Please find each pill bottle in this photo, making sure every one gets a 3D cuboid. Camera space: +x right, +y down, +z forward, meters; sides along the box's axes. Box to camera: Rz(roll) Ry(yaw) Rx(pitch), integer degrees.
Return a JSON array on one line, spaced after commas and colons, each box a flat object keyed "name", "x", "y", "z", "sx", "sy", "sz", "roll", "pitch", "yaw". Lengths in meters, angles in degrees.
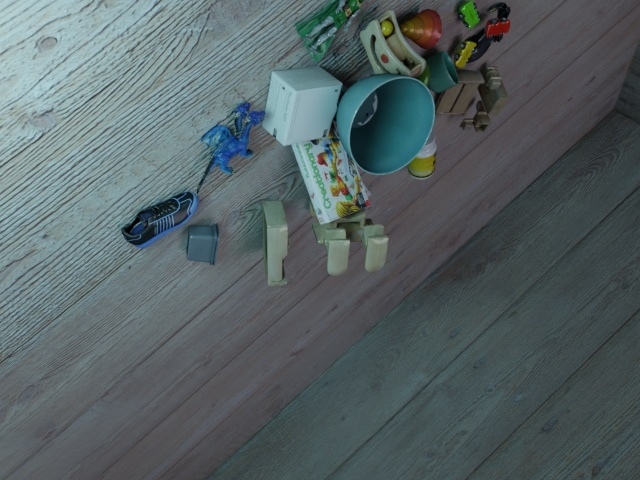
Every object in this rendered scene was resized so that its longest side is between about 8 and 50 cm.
[{"name": "pill bottle", "x": 0.423, "y": -0.361, "z": 2.188, "sx": 0.119, "sy": 0.119, "sz": 0.208, "roll": -37, "pitch": 151, "yaw": -14}]

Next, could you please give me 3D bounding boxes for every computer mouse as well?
[{"name": "computer mouse", "x": 0.625, "y": -0.774, "z": 1.973, "sx": 0.262, "sy": 0.060, "sz": 0.184, "roll": -34, "pitch": 150, "yaw": -19}]

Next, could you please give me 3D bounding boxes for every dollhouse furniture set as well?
[{"name": "dollhouse furniture set", "x": 0.549, "y": -0.597, "z": 2.131, "sx": 0.356, "sy": 0.173, "sz": 0.303, "roll": -2, "pitch": 152, "yaw": -12}, {"name": "dollhouse furniture set", "x": 0.000, "y": 0.000, "z": 1.858, "sx": 0.395, "sy": 0.362, "sz": 0.256, "roll": -4, "pitch": 127, "yaw": -11}]

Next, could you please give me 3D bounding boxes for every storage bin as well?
[{"name": "storage bin", "x": -0.380, "y": 0.006, "z": 1.682, "sx": 0.091, "sy": 0.098, "sz": 0.135, "roll": 4, "pitch": 131, "yaw": -19}]

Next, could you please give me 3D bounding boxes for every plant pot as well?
[{"name": "plant pot", "x": 0.160, "y": -0.365, "z": 1.549, "sx": 0.291, "sy": 0.195, "sz": 0.290, "roll": -17, "pitch": 129, "yaw": -22}]

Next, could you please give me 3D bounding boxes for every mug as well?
[{"name": "mug", "x": 0.426, "y": -0.596, "z": 1.881, "sx": 0.098, "sy": 0.129, "sz": 0.158, "roll": -21, "pitch": 174, "yaw": 31}]

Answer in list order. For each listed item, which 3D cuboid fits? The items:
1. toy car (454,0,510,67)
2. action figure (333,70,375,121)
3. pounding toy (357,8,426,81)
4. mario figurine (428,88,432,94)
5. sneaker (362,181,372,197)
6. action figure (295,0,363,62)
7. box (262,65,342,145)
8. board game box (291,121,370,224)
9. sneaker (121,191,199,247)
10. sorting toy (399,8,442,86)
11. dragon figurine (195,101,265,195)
[{"name": "toy car", "x": 0.542, "y": -0.762, "z": 1.861, "sx": 0.239, "sy": 0.053, "sz": 0.225, "roll": -38, "pitch": 139, "yaw": 10}, {"name": "action figure", "x": 0.146, "y": -0.470, "z": 1.721, "sx": 0.285, "sy": 0.099, "sz": 0.185, "roll": -28, "pitch": 135, "yaw": -35}, {"name": "pounding toy", "x": 0.201, "y": -0.527, "z": 1.569, "sx": 0.155, "sy": 0.154, "sz": 0.269, "roll": -40, "pitch": 120, "yaw": -19}, {"name": "mario figurine", "x": 0.293, "y": -0.448, "z": 1.952, "sx": 0.320, "sy": 0.170, "sz": 0.198, "roll": -55, "pitch": -172, "yaw": 38}, {"name": "sneaker", "x": 0.146, "y": -0.138, "z": 2.135, "sx": 0.169, "sy": 0.108, "sz": 0.292, "roll": -37, "pitch": 149, "yaw": -7}, {"name": "action figure", "x": 0.048, "y": -0.616, "z": 1.447, "sx": 0.232, "sy": 0.063, "sz": 0.137, "roll": -46, "pitch": 148, "yaw": -4}, {"name": "box", "x": -0.055, "y": -0.395, "z": 1.535, "sx": 0.182, "sy": 0.119, "sz": 0.180, "roll": -20, "pitch": 143, "yaw": -37}, {"name": "board game box", "x": 0.033, "y": -0.225, "z": 1.724, "sx": 0.193, "sy": 0.305, "sz": 0.053, "roll": -24, "pitch": -174, "yaw": -33}, {"name": "sneaker", "x": -0.453, "y": -0.068, "z": 1.487, "sx": 0.232, "sy": 0.081, "sz": 0.090, "roll": -40, "pitch": 158, "yaw": -7}, {"name": "sorting toy", "x": 0.275, "y": -0.560, "z": 1.707, "sx": 0.126, "sy": 0.127, "sz": 0.365, "roll": -13, "pitch": 129, "yaw": -35}, {"name": "dragon figurine", "x": -0.271, "y": -0.263, "z": 1.464, "sx": 0.289, "sy": 0.085, "sz": 0.144, "roll": -40, "pitch": 151, "yaw": -10}]
